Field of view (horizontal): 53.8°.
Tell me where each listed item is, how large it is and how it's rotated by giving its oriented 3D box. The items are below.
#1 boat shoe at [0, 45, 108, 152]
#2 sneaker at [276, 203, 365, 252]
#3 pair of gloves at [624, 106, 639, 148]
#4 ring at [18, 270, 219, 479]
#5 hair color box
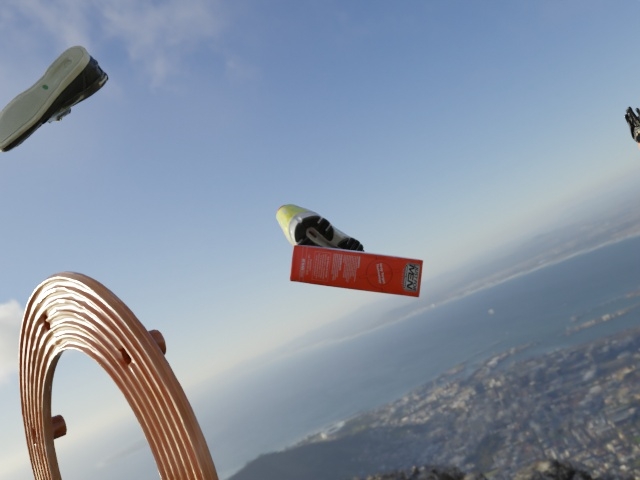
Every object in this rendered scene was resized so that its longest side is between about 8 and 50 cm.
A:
[{"bbox_3d":[-0.471,-0.230,1.093,0.233,0.084,0.079,-44,-30,-4],"label":"boat shoe"},{"bbox_3d":[0.000,0.000,1.040,0.081,0.094,0.208,-49,-42,-6],"label":"sneaker"},{"bbox_3d":[0.447,-0.151,0.837,0.010,0.074,0.083,-37,16,-17],"label":"pair of gloves"},{"bbox_3d":[-0.160,0.188,0.494,0.032,0.336,0.336,-14,-12,-42],"label":"ring"},{"bbox_3d":[0.041,0.033,0.708,0.141,0.043,0.072,6,0,7],"label":"hair color box"}]
